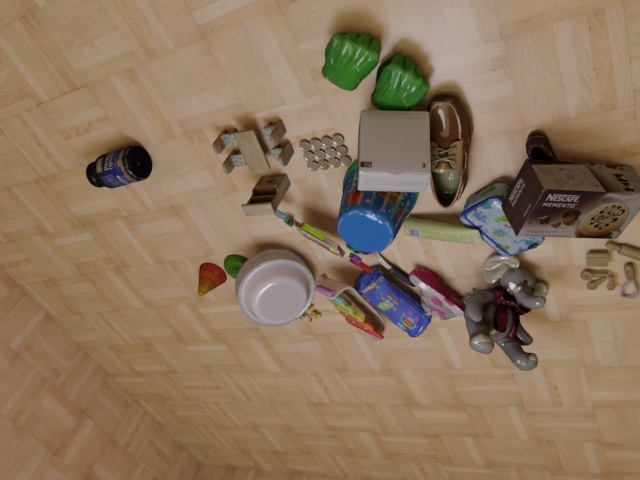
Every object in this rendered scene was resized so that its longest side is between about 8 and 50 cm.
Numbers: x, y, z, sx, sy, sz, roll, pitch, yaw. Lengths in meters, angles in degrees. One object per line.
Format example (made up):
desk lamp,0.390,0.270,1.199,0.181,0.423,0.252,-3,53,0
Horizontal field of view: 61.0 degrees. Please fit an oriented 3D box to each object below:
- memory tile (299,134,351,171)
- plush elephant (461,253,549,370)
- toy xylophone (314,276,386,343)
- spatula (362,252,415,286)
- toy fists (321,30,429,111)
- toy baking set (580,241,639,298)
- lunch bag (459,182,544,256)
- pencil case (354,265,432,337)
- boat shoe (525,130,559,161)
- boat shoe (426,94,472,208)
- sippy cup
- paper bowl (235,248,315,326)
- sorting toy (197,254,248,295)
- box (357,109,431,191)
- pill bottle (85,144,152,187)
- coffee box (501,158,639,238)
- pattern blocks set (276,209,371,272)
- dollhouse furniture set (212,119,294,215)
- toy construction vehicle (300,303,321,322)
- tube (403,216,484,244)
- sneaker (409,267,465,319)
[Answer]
memory tile,0.015,-0.263,1.642,0.148,0.012,0.113,-5,129,26
plush elephant,0.588,0.197,1.686,0.272,0.330,0.255,27,115,-22
toy xylophone,0.100,0.239,1.947,0.323,0.081,0.236,44,164,-25
spatula,0.222,0.077,1.864,0.296,0.030,0.084,38,135,-15
toy fists,0.143,-0.430,1.374,0.279,0.096,0.142,28,148,-7
toy baking set,0.899,0.095,1.605,0.256,0.030,0.196,17,138,8
lunch bag,0.525,-0.053,1.564,0.219,0.090,0.176,38,148,-14
pencil case,0.263,0.215,1.913,0.306,0.119,0.133,39,134,-15
boat shoe,0.595,-0.189,1.429,0.073,0.073,0.207,-24,120,34
boat shoe,0.345,-0.226,1.462,0.123,0.120,0.324,1,131,22
sippy cup,0.154,-0.091,1.595,0.240,0.224,0.305,-3,131,25
paper bowl,-0.157,0.184,1.949,0.284,0.148,0.284,-7,118,-14
sorting toy,-0.354,0.146,2.101,0.366,0.126,0.127,-15,124,34
box,0.187,-0.229,1.408,0.181,0.181,0.119,2,163,1
pill bottle,-0.698,-0.247,1.873,0.219,0.122,0.122,-9,127,29
coffee box,0.643,-0.102,1.385,0.297,0.118,0.168,2,137,-12
pattern blocks set,0.000,0.000,1.768,0.325,0.026,0.285,29,175,26
dollhouse furniture set,-0.199,-0.219,1.665,0.212,0.161,0.242,-3,130,25
toy construction vehicle,-0.050,0.282,2.175,0.098,0.035,0.086,40,123,-20
tube,0.371,-0.027,1.646,0.240,0.070,0.062,11,111,34
sneaker,0.382,0.195,1.846,0.252,0.103,0.111,41,121,-16
